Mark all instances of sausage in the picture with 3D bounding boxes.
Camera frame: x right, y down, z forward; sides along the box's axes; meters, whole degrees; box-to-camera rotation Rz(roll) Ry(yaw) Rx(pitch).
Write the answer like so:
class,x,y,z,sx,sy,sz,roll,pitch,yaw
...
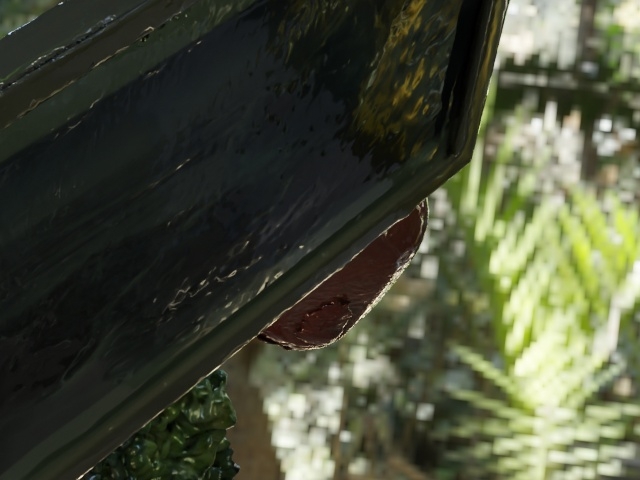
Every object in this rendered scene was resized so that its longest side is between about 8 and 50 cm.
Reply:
class,x,y,z,sx,sy,sz,roll,pitch,yaw
sausage,0.000,0.000,1.722,0.152,0.152,0.279,7,-28,-15

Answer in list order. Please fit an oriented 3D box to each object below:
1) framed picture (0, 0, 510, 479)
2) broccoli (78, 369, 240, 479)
class,x,y,z,sx,sy,sz,roll,pitch,yaw
framed picture,-0.034,-0.051,1.031,0.028,0.326,0.446,36,53,23
broccoli,-0.167,0.065,1.295,0.288,0.260,0.235,40,36,15
